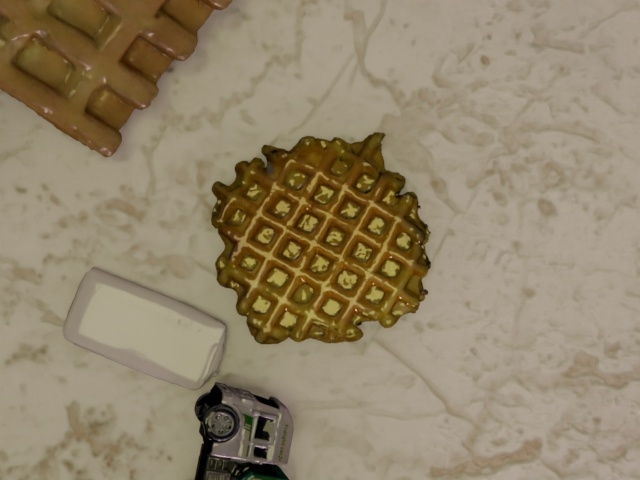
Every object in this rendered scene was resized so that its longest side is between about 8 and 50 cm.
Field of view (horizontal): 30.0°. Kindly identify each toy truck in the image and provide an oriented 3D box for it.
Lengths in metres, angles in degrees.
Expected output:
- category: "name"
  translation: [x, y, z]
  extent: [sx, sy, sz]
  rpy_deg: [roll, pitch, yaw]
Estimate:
- category: "toy truck"
  translation: [-0.101, 0.294, 1.350]
  extent: [0.124, 0.114, 0.253]
  rpy_deg: [12, 89, -13]

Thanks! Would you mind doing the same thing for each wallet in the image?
- category: "wallet"
  translation: [-0.201, 0.106, 1.387]
  extent: [0.190, 0.033, 0.095]
  rpy_deg: [24, 91, 1]

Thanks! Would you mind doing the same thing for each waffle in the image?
- category: "waffle"
  translation: [0.000, 0.000, 1.380]
  extent: [0.254, 0.052, 0.245]
  rpy_deg: [-13, 88, 1]
- category: "waffle"
  translation: [-0.258, -0.293, 1.295]
  extent: [0.304, 0.077, 0.348]
  rpy_deg: [34, 99, -30]
